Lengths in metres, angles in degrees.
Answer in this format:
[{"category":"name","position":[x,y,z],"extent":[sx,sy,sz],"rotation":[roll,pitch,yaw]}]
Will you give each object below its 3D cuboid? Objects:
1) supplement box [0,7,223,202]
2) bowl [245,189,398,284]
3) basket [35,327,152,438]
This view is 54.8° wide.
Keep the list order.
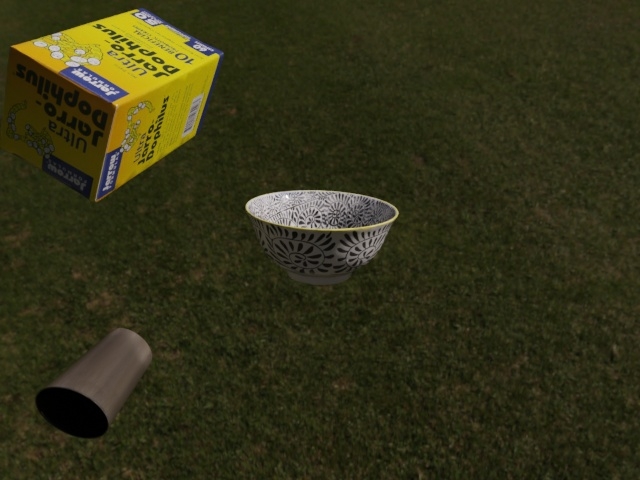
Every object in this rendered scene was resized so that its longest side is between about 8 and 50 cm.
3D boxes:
[{"category":"supplement box","position":[-0.357,-0.256,1.103],"extent":[0.194,0.195,0.356],"rotation":[29,35,3]},{"category":"bowl","position":[0.000,0.000,0.694],"extent":[0.170,0.080,0.170],"rotation":[2,18,-1]},{"category":"basket","position":[-0.509,0.323,1.445],"extent":[0.204,0.154,0.227],"rotation":[-7,27,27]}]
